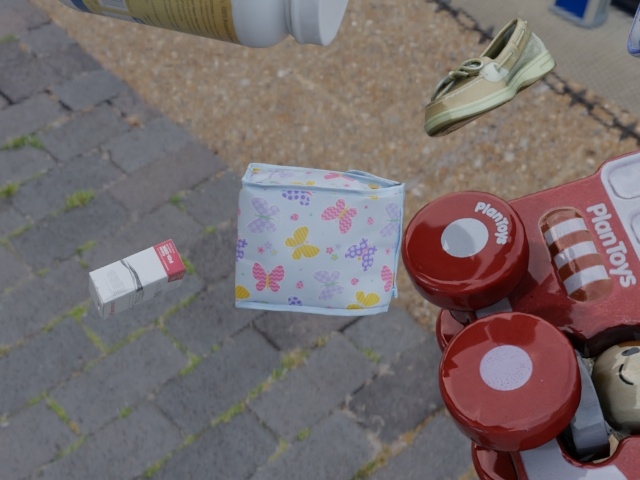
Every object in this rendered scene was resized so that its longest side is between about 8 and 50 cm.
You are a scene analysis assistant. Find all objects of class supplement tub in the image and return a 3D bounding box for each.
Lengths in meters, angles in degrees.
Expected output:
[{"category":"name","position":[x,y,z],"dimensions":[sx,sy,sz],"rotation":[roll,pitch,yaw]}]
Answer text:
[{"category":"supplement tub","position":[-0.080,-0.214,0.632],"dimensions":[0.199,0.144,0.144],"rotation":[14,48,8]}]

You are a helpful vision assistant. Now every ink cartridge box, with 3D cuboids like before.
[{"category":"ink cartridge box","position":[-0.282,0.060,1.397],"dimensions":[0.135,0.099,0.056],"rotation":[-24,78,-21]}]

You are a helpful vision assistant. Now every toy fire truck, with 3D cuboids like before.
[{"category":"toy fire truck","position":[0.218,0.069,0.726],"dimensions":[0.254,0.169,0.302],"rotation":[-19,49,8]}]

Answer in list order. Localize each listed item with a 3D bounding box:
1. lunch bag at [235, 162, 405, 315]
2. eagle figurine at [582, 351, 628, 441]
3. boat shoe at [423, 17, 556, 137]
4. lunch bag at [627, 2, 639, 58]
[{"category":"lunch bag","position":[0.000,0.000,0.473],"dimensions":[0.083,0.071,0.053],"rotation":[4,17,3]},{"category":"eagle figurine","position":[0.284,0.114,0.961],"dimensions":[0.226,0.225,0.298],"rotation":[6,64,13]},{"category":"boat shoe","position":[0.113,-0.115,0.638],"dimensions":[0.153,0.056,0.048],"rotation":[-34,96,-41]},{"category":"lunch bag","position":[0.442,-0.323,0.950],"dimensions":[0.115,0.243,0.303],"rotation":[19,89,-11]}]
